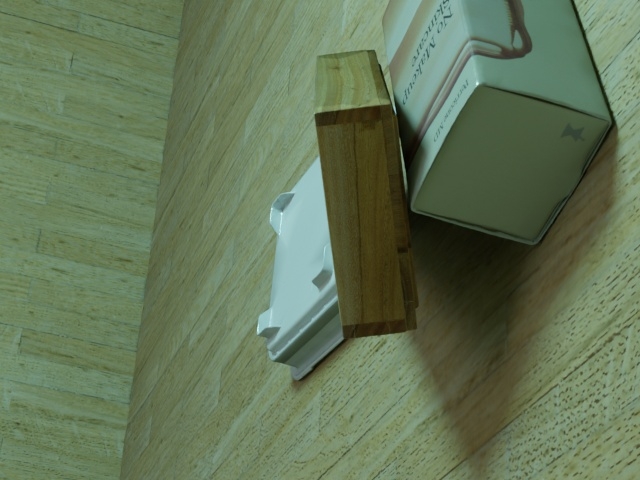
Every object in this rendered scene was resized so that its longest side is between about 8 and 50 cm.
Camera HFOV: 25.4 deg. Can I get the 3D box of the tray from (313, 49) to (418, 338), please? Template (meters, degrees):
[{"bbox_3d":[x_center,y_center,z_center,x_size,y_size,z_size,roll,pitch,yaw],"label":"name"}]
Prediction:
[{"bbox_3d":[0.042,-0.064,1.409,0.411,0.076,0.203,-92,-5,-76],"label":"tray"}]

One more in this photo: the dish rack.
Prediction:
[{"bbox_3d":[0.000,0.000,1.789,0.333,0.072,0.285,133,147,-59],"label":"dish rack"}]

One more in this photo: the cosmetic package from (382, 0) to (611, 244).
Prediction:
[{"bbox_3d":[0.149,-0.157,1.291,0.296,0.129,0.153,-96,26,-49],"label":"cosmetic package"}]
